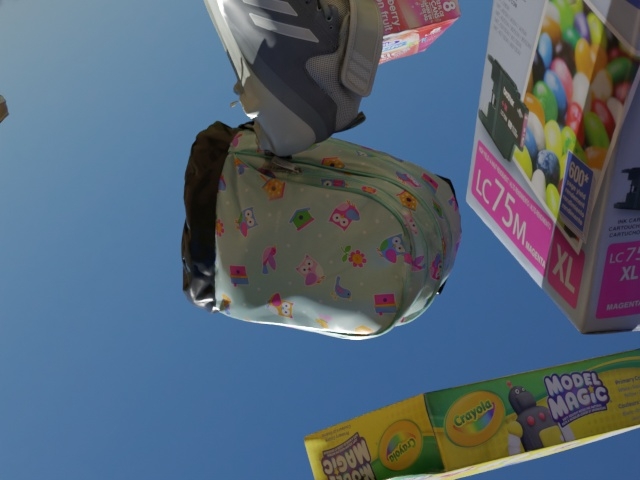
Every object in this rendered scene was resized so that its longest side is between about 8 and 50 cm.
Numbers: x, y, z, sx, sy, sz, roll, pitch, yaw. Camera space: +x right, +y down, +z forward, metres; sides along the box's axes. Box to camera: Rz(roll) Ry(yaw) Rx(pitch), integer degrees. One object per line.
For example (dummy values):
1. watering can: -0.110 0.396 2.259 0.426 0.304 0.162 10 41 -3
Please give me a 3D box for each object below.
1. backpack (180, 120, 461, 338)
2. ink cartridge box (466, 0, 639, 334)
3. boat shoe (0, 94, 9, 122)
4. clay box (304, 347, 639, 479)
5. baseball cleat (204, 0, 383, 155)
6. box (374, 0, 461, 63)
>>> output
1. backpack: 0.000 0.000 1.125 0.182 0.152 0.115 10 -155 18
2. ink cartridge box: 0.169 -0.119 1.062 0.065 0.311 0.186 -4 -149 -21
3. boat shoe: -0.311 -0.063 1.427 0.056 0.048 0.153 -23 -156 50
4. clay box: 0.092 0.117 1.038 0.222 0.053 0.127 -6 166 -37
5. baseball cleat: -0.025 -0.153 1.035 0.109 0.206 0.072 -23 -145 -5
6. box: 0.024 -0.293 1.546 0.123 0.257 0.128 -15 175 -14
